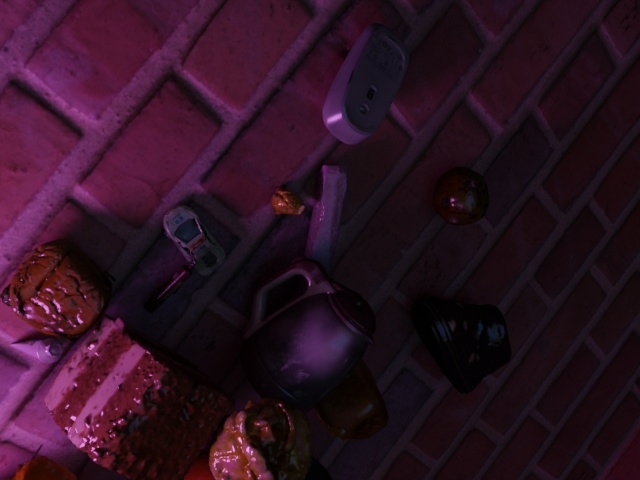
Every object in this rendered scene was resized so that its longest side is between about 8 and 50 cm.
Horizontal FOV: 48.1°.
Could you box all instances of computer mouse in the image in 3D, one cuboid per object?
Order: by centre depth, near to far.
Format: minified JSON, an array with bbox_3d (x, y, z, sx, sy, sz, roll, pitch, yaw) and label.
[{"bbox_3d":[0.101,-0.369,1.711,0.159,0.097,0.289,29,80,-35],"label":"computer mouse"}]

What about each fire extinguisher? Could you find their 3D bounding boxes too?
[{"bbox_3d":[-0.330,0.100,1.631,0.173,0.035,0.049,-43,137,14],"label":"fire extinguisher"}]

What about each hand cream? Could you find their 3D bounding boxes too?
[{"bbox_3d":[-0.581,0.227,1.493,0.084,0.142,0.053,32,63,-36],"label":"hand cream"}]

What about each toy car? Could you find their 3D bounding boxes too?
[{"bbox_3d":[-0.288,0.003,1.632,0.093,0.058,0.186,-39,124,-11],"label":"toy car"}]

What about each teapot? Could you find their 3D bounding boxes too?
[{"bbox_3d":[-0.034,0.213,1.739,0.312,0.233,0.315,-42,85,15],"label":"teapot"}]

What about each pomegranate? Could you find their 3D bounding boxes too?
[{"bbox_3d":[0.395,-0.124,1.963,0.205,0.159,0.159,-27,124,-51],"label":"pomegranate"}]

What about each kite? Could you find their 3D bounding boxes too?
[{"bbox_3d":[-0.651,0.503,1.629,0.078,0.002,0.044,-41,125,-12],"label":"kite"}]

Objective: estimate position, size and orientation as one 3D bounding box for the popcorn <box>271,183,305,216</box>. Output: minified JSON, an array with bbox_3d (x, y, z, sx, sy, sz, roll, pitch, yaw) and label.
[{"bbox_3d":[-0.082,-0.101,1.719,0.084,0.084,0.084,-12,114,-28],"label":"popcorn"}]

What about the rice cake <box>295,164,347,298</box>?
[{"bbox_3d":[0.000,-0.001,1.808,0.070,0.064,0.399,5,106,-22],"label":"rice cake"}]

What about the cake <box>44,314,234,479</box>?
[{"bbox_3d":[-0.388,0.343,1.547,0.256,0.290,0.282,-53,135,-5],"label":"cake"}]

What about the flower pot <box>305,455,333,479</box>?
[{"bbox_3d":[-0.082,0.698,1.954,0.235,0.235,0.148,24,115,-36],"label":"flower pot"}]

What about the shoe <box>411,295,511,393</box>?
[{"bbox_3d":[0.430,0.270,2.112,0.237,0.171,0.384,-37,125,-7],"label":"shoe"}]

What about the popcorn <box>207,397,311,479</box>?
[{"bbox_3d":[-0.131,0.470,1.588,0.259,0.212,0.259,-11,157,-5],"label":"popcorn"}]

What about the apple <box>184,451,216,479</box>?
[{"bbox_3d":[-0.242,0.684,1.741,0.348,0.277,0.349,1,102,5],"label":"apple"}]

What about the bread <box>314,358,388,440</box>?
[{"bbox_3d":[0.058,0.405,1.903,0.176,0.246,0.195,-30,143,3],"label":"bread"}]

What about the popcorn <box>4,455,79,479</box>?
[{"bbox_3d":[-0.589,0.624,1.571,0.297,0.281,0.316,-11,102,5],"label":"popcorn"}]

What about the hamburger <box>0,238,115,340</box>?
[{"bbox_3d":[-0.529,0.109,1.480,0.183,0.130,0.206,-51,124,-9],"label":"hamburger"}]
